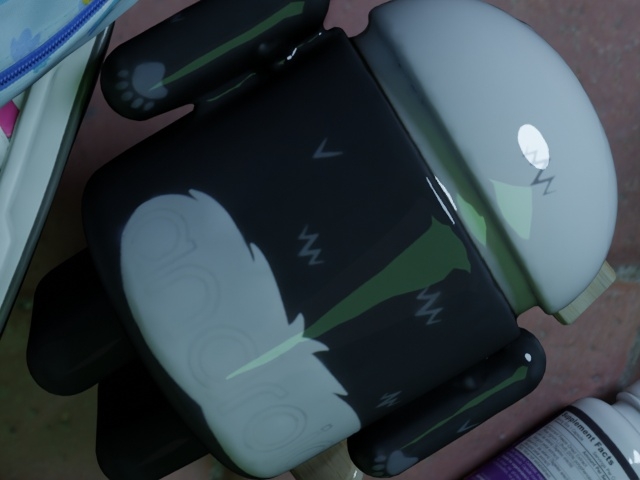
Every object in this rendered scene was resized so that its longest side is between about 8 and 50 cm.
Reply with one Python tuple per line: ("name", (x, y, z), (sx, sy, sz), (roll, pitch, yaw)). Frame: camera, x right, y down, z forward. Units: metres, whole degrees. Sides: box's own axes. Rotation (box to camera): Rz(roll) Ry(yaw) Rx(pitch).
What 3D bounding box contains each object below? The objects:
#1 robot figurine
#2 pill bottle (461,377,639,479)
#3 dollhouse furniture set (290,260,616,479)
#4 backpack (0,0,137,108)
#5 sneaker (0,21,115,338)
("robot figurine", (0.001, 0.001, 0.692), (0.278, 0.173, 0.209), (-31, 151, 5))
("pill bottle", (0.188, 0.184, 1.087), (0.193, 0.108, 0.108), (-33, 130, -9))
("dollhouse furniture set", (0.019, 0.039, 0.861), (0.242, 0.161, 0.212), (-45, 131, 1))
("backpack", (-0.189, -0.161, 0.545), (0.355, 0.290, 0.273), (-25, 164, -28))
("sneaker", (-0.199, -0.080, 0.692), (0.178, 0.124, 0.295), (20, 78, -10))
